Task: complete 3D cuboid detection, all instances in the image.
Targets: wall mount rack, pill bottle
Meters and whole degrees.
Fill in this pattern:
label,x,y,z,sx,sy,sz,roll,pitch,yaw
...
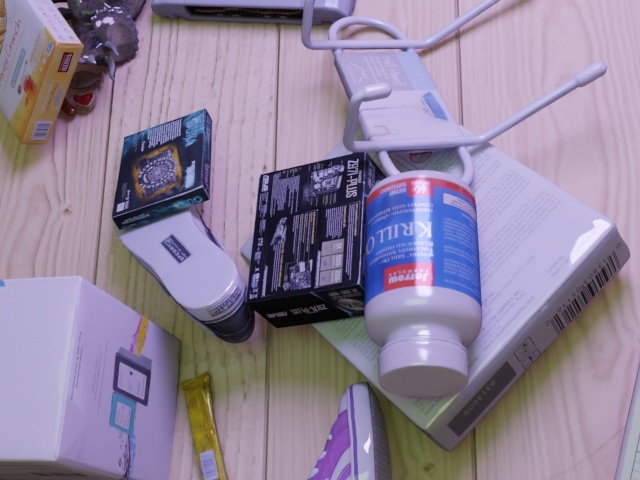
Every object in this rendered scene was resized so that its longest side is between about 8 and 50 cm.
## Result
label,x,y,z,sx,sy,sz,roll,pitch,yaw
wall mount rack,0.148,-0.216,1.183,0.304,0.130,0.350,-6,48,-16
pill bottle,0.108,0.047,1.035,0.124,0.124,0.221,-7,58,14

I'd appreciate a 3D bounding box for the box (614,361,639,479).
label,x,y,z,sx,sy,sz,roll,pitch,yaw
box,0.385,0.216,0.995,0.149,0.127,0.232,13,76,19

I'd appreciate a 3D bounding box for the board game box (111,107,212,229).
label,x,y,z,sx,sy,sz,roll,pitch,yaw
board game box,-0.204,-0.097,1.279,0.126,0.026,0.186,-18,38,9

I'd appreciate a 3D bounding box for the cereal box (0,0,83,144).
label,x,y,z,sx,sy,sz,roll,pitch,yaw
cereal box,-0.426,-0.275,1.373,0.240,0.047,0.173,51,128,29

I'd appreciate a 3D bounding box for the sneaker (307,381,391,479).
label,x,y,z,sx,sy,sz,roll,pitch,yaw
sneaker,-0.007,0.287,1.072,0.161,0.102,0.282,-6,53,15

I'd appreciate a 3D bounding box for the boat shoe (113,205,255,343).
label,x,y,z,sx,sy,sz,roll,pitch,yaw
boat shoe,-0.167,0.023,1.234,0.108,0.102,0.301,-37,43,-11

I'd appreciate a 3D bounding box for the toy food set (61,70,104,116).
label,x,y,z,sx,sy,sz,roll,pitch,yaw
toy food set,-0.370,-0.207,1.416,0.122,0.019,0.078,2,72,17

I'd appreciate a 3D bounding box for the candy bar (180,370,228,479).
label,x,y,z,sx,sy,sz,roll,pitch,yaw
candy bar,-0.139,0.241,1.194,0.040,0.018,0.161,-21,67,12

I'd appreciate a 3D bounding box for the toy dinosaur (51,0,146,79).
label,x,y,z,sx,sy,sz,roll,pitch,yaw
toy dinosaur,-0.308,-0.369,1.421,0.160,0.121,0.313,15,71,8

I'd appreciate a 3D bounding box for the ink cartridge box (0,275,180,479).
label,x,y,z,sx,sy,sz,roll,pitch,yaw
ink cartridge box,-0.310,0.176,1.128,0.198,0.270,0.197,-3,69,15

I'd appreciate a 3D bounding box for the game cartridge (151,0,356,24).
label,x,y,z,sx,sy,sz,roll,pitch,yaw
game cartridge,-0.084,-0.405,1.388,0.297,0.062,0.198,6,77,18

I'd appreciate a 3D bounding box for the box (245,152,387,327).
label,x,y,z,sx,sy,sz,roll,pitch,yaw
box,0.000,0.000,1.155,0.147,0.077,0.180,-12,57,24

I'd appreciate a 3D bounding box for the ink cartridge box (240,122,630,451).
label,x,y,z,sx,sy,sz,roll,pitch,yaw
ink cartridge box,0.121,0.017,1.184,0.308,0.091,0.385,-47,49,-3
